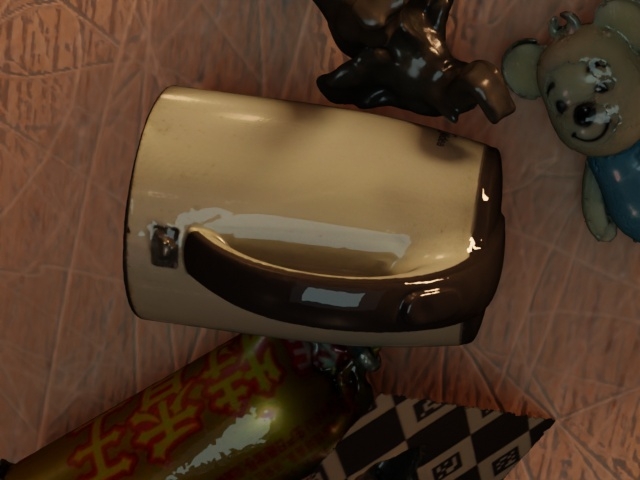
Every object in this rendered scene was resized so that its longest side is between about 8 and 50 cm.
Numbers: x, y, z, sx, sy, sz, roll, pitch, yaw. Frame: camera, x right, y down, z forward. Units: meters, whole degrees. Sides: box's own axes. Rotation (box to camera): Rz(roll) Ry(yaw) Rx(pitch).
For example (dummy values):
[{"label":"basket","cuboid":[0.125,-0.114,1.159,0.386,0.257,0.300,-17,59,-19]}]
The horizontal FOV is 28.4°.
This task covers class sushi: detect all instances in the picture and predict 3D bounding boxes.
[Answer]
[{"label":"sushi","cuboid":[0.029,0.185,0.913,0.231,0.219,0.047,-52,52,18]}]

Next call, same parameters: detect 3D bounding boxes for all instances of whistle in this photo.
[{"label":"whistle","cuboid":[0.214,-0.049,0.852,0.114,0.077,0.236,-23,105,34]}]

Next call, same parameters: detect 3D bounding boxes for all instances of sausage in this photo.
[{"label":"sausage","cuboid":[-0.080,0.150,0.927,0.317,0.117,0.125,-31,64,14]}]

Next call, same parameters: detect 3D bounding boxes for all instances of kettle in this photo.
[{"label":"kettle","cuboid":[0.000,0.000,0.821,0.236,0.221,0.161,9,109,7]}]

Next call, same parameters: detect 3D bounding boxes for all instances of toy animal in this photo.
[{"label":"toy animal","cuboid":[0.040,-0.169,0.809,0.114,0.146,0.245,-25,82,-14]}]
